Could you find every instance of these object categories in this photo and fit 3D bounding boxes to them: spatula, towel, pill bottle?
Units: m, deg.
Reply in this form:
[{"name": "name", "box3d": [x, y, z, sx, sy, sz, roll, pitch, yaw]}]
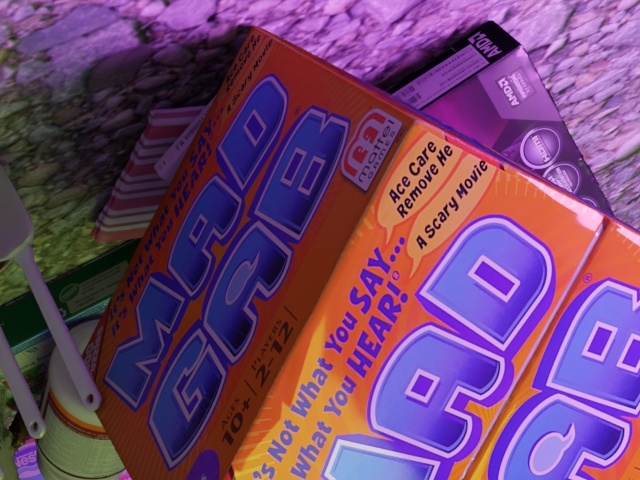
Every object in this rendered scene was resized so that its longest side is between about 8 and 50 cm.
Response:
[{"name": "spatula", "box3d": [-0.285, 0.072, 1.308, 0.168, 0.242, 0.019, -35, 160, 19]}, {"name": "towel", "box3d": [-0.130, -0.069, 1.447, 0.144, 0.029, 0.197, -9, 148, -35]}, {"name": "pill bottle", "box3d": [-0.240, 0.185, 1.603, 0.121, 0.121, 0.221, -14, 154, -25]}]

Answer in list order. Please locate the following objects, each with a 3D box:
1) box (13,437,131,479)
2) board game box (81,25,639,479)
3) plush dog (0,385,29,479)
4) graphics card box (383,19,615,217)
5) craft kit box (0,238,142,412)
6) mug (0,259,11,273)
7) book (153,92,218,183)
[{"name": "box", "box3d": [-0.350, 0.340, 1.910, 0.300, 0.142, 0.154, -19, 155, -16]}, {"name": "board game box", "box3d": [0.063, 0.085, 1.252, 0.356, 0.356, 0.356, 24, 98, -27]}, {"name": "plush dog", "box3d": [-0.441, 0.247, 1.603, 0.225, 0.211, 0.262, 3, 132, 13]}, {"name": "graphics card box", "box3d": [0.082, -0.020, 1.498, 0.371, 0.094, 0.233, -33, 118, 1]}, {"name": "craft kit box", "box3d": [-0.245, 0.105, 1.651, 0.250, 0.061, 0.247, -26, 154, 1]}, {"name": "mug", "box3d": [-0.324, 0.022, 1.389, 0.078, 0.062, 0.064, -48, 179, -32]}, {"name": "book", "box3d": [-0.073, -0.099, 1.381, 0.144, 0.035, 0.096, -48, 139, 14]}]
